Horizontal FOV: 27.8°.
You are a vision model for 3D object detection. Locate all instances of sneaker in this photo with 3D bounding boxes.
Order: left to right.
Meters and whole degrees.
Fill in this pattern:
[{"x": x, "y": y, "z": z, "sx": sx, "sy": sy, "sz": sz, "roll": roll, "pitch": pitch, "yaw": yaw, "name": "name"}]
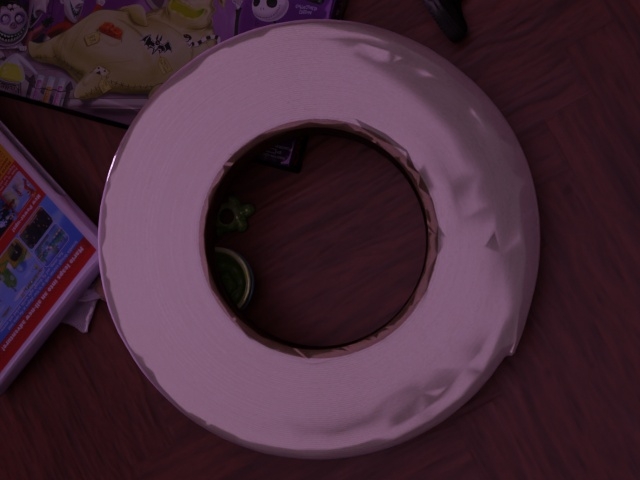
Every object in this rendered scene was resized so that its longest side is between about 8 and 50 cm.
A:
[{"x": 0.120, "y": -0.274, "z": 1.189, "sx": 0.089, "sy": 0.051, "sz": 0.170, "roll": -28, "pitch": 76, "yaw": 14, "name": "sneaker"}]

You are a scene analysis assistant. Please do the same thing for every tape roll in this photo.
[{"x": 0.000, "y": 0.000, "z": 1.150, "sx": 0.392, "sy": 0.072, "sz": 0.392, "roll": 0, "pitch": 87, "yaw": 3, "name": "tape roll"}]

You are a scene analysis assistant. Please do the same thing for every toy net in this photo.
[{"x": -0.174, "y": 0.024, "z": 1.237, "sx": 0.232, "sy": 0.045, "sz": 0.122, "roll": -7, "pitch": 85, "yaw": 13, "name": "toy net"}]

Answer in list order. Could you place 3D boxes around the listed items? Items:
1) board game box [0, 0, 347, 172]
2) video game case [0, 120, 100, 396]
[{"x": -0.158, "y": -0.207, "z": 1.254, "sx": 0.347, "sy": 0.056, "sz": 0.208, "roll": 15, "pitch": 85, "yaw": 14, "name": "board game box"}, {"x": -0.349, "y": -0.016, "z": 1.264, "sx": 0.285, "sy": 0.025, "sz": 0.204, "roll": 46, "pitch": 108, "yaw": 17, "name": "video game case"}]
